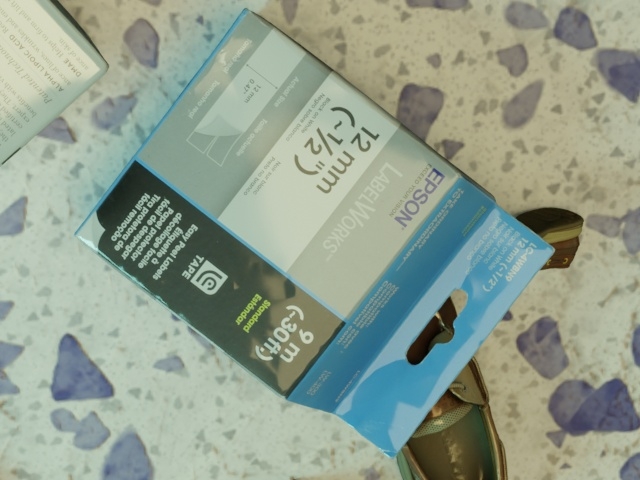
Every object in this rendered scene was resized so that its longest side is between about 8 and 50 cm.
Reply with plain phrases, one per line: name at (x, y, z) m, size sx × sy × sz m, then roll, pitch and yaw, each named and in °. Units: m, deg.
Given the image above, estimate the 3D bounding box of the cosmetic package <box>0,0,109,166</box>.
cosmetic package at (-0.298, -0.149, 1.385) m, size 0.184 × 0.151 × 0.151 m, roll -42°, pitch 112°, yaw 1°

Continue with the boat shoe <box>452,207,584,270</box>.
boat shoe at (0.173, 0.016, 1.589) m, size 0.178 × 0.064 × 0.060 m, roll -12°, pitch 114°, yaw -28°

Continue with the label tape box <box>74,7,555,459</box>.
label tape box at (0.000, 0.000, 1.472) m, size 0.348 × 0.115 × 0.249 m, roll 38°, pitch 94°, yaw 1°

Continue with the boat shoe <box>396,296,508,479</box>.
boat shoe at (0.103, 0.136, 1.590) m, size 0.123 × 0.116 × 0.324 m, roll -29°, pitch 111°, yaw -5°
